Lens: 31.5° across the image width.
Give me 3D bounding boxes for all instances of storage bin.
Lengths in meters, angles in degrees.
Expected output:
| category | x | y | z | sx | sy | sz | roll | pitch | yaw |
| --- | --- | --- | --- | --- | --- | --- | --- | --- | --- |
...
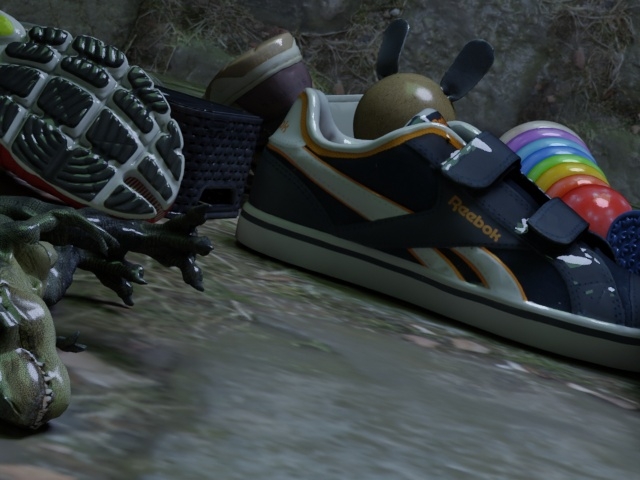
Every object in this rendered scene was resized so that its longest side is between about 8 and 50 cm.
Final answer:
| category | x | y | z | sx | sy | sz | roll | pitch | yaw |
| --- | --- | --- | --- | --- | --- | --- | --- | --- | --- |
| storage bin | -0.151 | -0.082 | 0.888 | 0.180 | 0.084 | 0.122 | 18 | 9 | 20 |

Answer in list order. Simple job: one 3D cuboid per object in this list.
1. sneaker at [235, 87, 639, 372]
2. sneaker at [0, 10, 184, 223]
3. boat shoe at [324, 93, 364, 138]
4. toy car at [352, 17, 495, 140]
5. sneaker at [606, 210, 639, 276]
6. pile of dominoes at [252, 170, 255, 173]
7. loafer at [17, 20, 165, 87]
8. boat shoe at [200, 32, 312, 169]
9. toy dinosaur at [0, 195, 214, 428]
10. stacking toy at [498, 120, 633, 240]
| category | x | y | z | sx | sy | sz | roll | pitch | yaw |
| --- | --- | --- | --- | --- | --- | --- | --- | --- | --- |
| sneaker | 0.105 | -0.012 | 0.756 | 0.321 | 0.127 | 0.126 | 18 | 8 | 11 |
| sneaker | -0.208 | -0.088 | 0.790 | 0.279 | 0.107 | 0.118 | 31 | -27 | 14 |
| boat shoe | 0.042 | -0.144 | 1.520 | 0.320 | 0.116 | 0.099 | 12 | 12 | 12 |
| toy car | 0.076 | -0.087 | 0.963 | 0.155 | 0.188 | 0.149 | 20 | 10 | 25 |
| sneaker | 0.381 | 0.039 | 1.082 | 0.090 | 0.081 | 0.232 | 11 | 16 | -42 |
| pile of dominoes | 0.008 | -0.054 | 1.223 | 0.196 | 0.040 | 0.251 | 13 | 17 | -17 |
| loafer | -0.286 | -0.189 | 1.299 | 0.251 | 0.094 | 0.087 | 12 | 5 | -23 |
| boat shoe | -0.056 | -0.111 | 1.061 | 0.103 | 0.092 | 0.285 | -28 | -1 | -13 |
| toy dinosaur | -0.120 | 0.005 | 0.479 | 0.118 | 0.064 | 0.268 | 3 | 10 | -28 |
| stacking toy | 0.278 | -0.045 | 1.312 | 0.141 | 0.141 | 0.330 | 15 | 15 | -4 |
